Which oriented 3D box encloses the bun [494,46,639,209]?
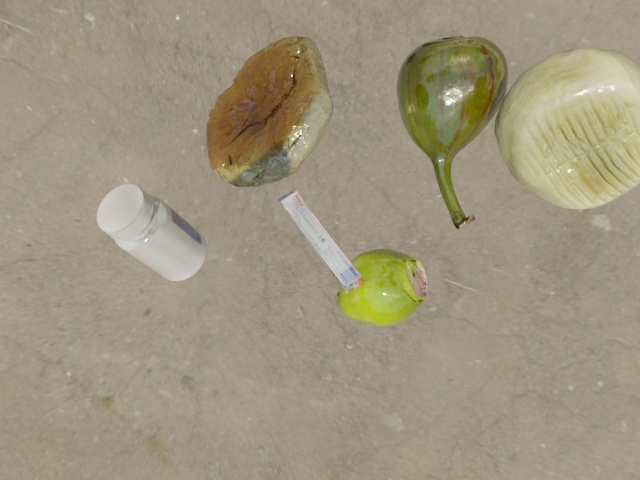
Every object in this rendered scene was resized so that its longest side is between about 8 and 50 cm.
[{"bbox_3d":[0.309,-0.136,0.755,0.193,0.178,0.127,44,36,-29],"label":"bun"}]

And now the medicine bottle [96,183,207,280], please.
[{"bbox_3d":[-0.278,-0.011,1.059,0.103,0.186,0.102,-11,60,19],"label":"medicine bottle"}]

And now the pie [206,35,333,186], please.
[{"bbox_3d":[-0.065,-0.148,0.744,0.046,0.195,0.195,33,79,-44],"label":"pie"}]

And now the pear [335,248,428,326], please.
[{"bbox_3d":[0.133,0.113,1.498,0.220,0.187,0.187,-12,89,33],"label":"pear"}]

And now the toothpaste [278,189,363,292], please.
[{"bbox_3d":[0.000,0.000,1.073,0.040,0.047,0.196,-36,72,-5],"label":"toothpaste"}]

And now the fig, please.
[{"bbox_3d":[0.180,-0.148,0.877,0.152,0.151,0.259,-1,95,-11],"label":"fig"}]
